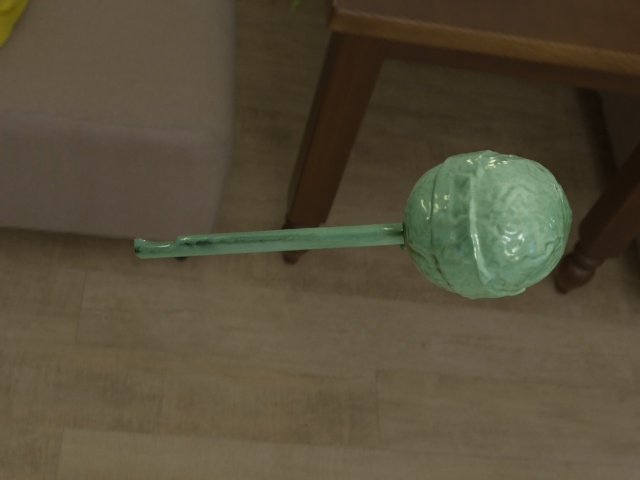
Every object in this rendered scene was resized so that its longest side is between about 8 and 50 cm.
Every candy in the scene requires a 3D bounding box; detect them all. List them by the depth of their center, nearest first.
[{"bbox_3d":[0.000,0.000,0.779,0.440,0.119,0.119,-5,44,34],"label":"candy"}]
